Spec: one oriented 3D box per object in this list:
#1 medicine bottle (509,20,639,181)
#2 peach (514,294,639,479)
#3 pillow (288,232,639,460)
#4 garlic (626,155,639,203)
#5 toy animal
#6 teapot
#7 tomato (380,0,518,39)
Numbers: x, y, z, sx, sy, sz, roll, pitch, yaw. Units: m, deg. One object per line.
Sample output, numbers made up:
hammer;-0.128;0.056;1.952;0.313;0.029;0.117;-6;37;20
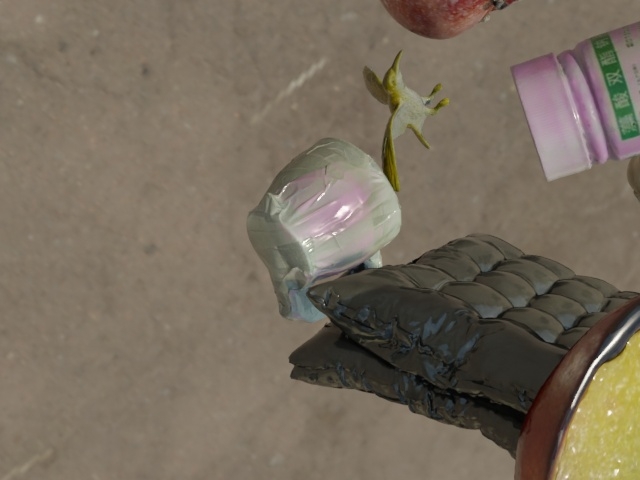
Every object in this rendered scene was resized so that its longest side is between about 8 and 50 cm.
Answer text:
medicine bottle;0.495;-0.241;2.291;0.326;0.212;0.212;-17;141;10
peach;0.195;0.162;0.906;0.189;0.068;0.279;10;98;-31
pillow;0.150;0.076;1.138;0.326;0.228;0.101;-20;128;-58
garlic;0.661;-0.099;2.490;0.152;0.228;0.228;-47;142;-8
toy animal;0.119;-0.193;1.861;0.095;0.219;0.155;2;135;-18
teapot;-0.010;-0.010;1.811;0.178;0.163;0.221;-36;157;-28
tomato;0.175;-0.377;1.666;0.270;0.227;0.270;-31;-179;1
